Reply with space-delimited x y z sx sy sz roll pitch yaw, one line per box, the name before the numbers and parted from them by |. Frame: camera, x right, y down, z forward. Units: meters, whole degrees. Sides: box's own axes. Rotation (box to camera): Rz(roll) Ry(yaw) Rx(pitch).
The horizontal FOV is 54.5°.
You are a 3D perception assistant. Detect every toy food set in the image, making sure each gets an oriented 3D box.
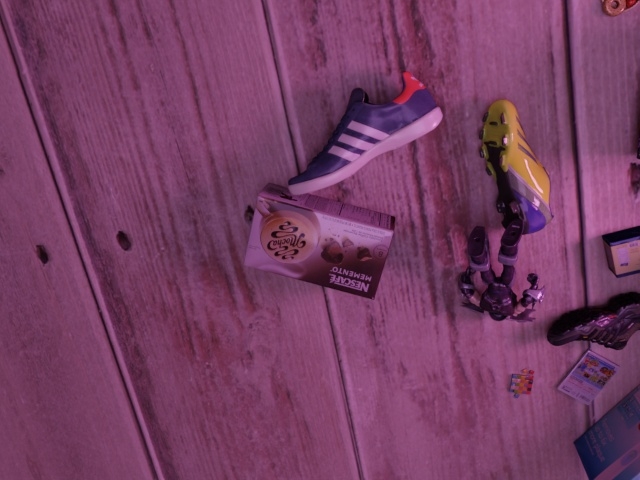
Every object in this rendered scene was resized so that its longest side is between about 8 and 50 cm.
toy food set | 0.569 -0.472 1.172 0.083 0.020 0.082 -18 106 13

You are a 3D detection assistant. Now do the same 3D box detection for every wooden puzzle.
wooden puzzle | 0.481 0.343 1.486 0.050 0.006 0.083 5 110 5

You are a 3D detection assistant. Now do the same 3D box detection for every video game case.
video game case | 0.627 0.321 1.457 0.087 0.011 0.122 29 111 -3

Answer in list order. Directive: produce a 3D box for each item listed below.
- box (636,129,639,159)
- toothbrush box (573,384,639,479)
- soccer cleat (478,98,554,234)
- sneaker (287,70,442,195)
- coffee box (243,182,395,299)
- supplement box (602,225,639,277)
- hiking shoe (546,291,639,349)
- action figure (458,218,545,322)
box | 0.708 -0.215 1.111 0.103 0.261 0.184 -11 110 -12
toothbrush box | 0.740 0.459 1.384 0.126 0.216 0.295 37 111 -7
soccer cleat | 0.412 -0.155 1.286 0.121 0.093 0.288 -21 104 -18
sneaker | 0.066 -0.222 1.279 0.350 0.131 0.148 -29 97 10
coffee box | 0.000 0.000 1.362 0.298 0.119 0.168 16 110 2
supplement box | 0.656 0.024 1.321 0.083 0.056 0.083 -15 107 12
hiking shoe | 0.623 0.204 1.375 0.227 0.086 0.114 -23 102 13
action figure | 0.383 0.084 1.329 0.186 0.099 0.285 1 139 19
